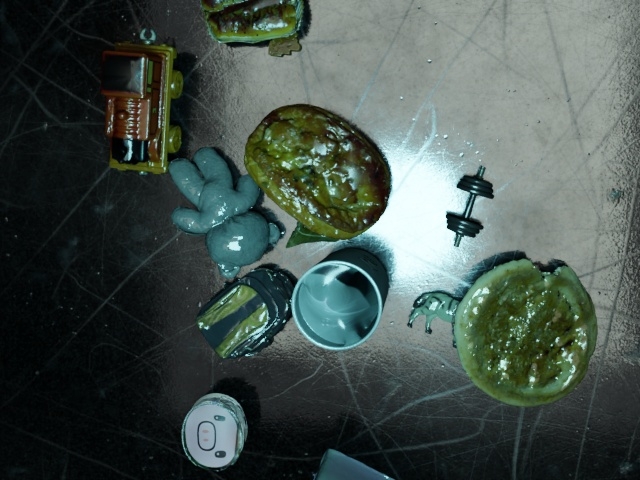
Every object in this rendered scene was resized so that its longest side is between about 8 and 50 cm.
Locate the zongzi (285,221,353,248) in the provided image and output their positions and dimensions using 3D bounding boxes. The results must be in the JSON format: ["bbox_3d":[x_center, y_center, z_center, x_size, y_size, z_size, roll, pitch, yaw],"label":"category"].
[{"bbox_3d":[0.000,0.000,1.992,0.154,0.062,0.130,23,122,-10],"label":"zongzi"}]

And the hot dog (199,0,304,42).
[{"bbox_3d":[-0.171,-0.578,1.913,0.271,0.082,0.162,-1,86,8],"label":"hot dog"}]

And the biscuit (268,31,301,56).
[{"bbox_3d":[-0.095,-0.502,1.949,0.092,0.016,0.082,-40,90,12],"label":"biscuit"}]

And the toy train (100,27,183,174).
[{"bbox_3d":[-0.456,-0.349,1.919,0.163,0.231,0.369,7,99,9],"label":"toy train"}]

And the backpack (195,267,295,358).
[{"bbox_3d":[-0.180,0.184,2.000,0.258,0.133,0.206,-40,81,5],"label":"backpack"}]

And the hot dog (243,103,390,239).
[{"bbox_3d":[-0.007,-0.169,1.894,0.388,0.174,0.267,39,84,2],"label":"hot dog"}]

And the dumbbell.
[{"bbox_3d":[0.368,-0.083,1.886,0.099,0.099,0.208,19,99,6],"label":"dumbbell"}]

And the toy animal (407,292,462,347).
[{"bbox_3d":[0.345,0.178,1.939,0.217,0.073,0.176,20,94,11],"label":"toy animal"}]

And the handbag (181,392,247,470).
[{"bbox_3d":[-0.285,0.516,2.057,0.179,0.116,0.205,1,96,8],"label":"handbag"}]

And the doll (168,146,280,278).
[{"bbox_3d":[-0.256,-0.077,1.983,0.246,0.158,0.340,-34,77,-20],"label":"doll"}]

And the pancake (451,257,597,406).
[{"bbox_3d":[0.506,0.221,1.880,0.383,0.071,0.382,-1,99,-7],"label":"pancake"}]

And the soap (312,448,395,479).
[{"bbox_3d":[0.103,0.672,1.925,0.285,0.296,0.107,28,100,7],"label":"soap"}]

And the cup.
[{"bbox_3d":[0.058,0.127,1.853,0.206,0.312,0.205,1,98,9],"label":"cup"}]
